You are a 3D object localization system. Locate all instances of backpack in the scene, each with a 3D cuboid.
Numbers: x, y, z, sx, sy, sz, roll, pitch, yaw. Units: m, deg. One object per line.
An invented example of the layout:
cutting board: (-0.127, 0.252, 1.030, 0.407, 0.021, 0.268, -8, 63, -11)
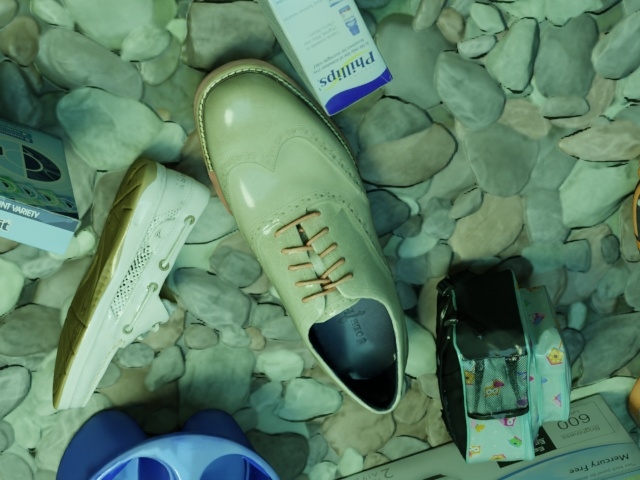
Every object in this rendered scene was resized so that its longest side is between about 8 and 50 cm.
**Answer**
backpack: (0.191, 0.142, 1.687, 0.144, 0.166, 0.188, 0, 120, -4)

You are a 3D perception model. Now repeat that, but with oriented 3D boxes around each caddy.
caddy: (-0.163, 0.338, 1.670, 0.241, 0.179, 0.341, 0, 112, -19)

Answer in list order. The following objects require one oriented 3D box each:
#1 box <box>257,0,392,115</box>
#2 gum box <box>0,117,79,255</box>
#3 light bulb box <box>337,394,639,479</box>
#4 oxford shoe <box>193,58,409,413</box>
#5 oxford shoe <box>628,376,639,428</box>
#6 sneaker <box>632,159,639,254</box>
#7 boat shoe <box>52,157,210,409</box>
box: (-0.006, -0.207, 1.477, 0.072, 0.126, 0.137, -29, 121, -1)
gum box: (-0.306, -0.065, 1.434, 0.157, 0.184, 0.041, 19, 110, -23)
light bulb box: (0.225, 0.399, 1.716, 0.358, 0.361, 0.225, -18, 120, -6)
oxford shoe: (0.000, 0.000, 1.572, 0.140, 0.146, 0.397, -29, 119, 3)
oxford shoe: (0.511, 0.114, 1.778, 0.130, 0.133, 0.364, 33, 104, -26)
sneaker: (0.493, -0.025, 1.720, 0.321, 0.124, 0.180, -3, 120, -1)
boat shoe: (-0.187, 0.058, 1.580, 0.096, 0.098, 0.277, 19, 109, -22)
